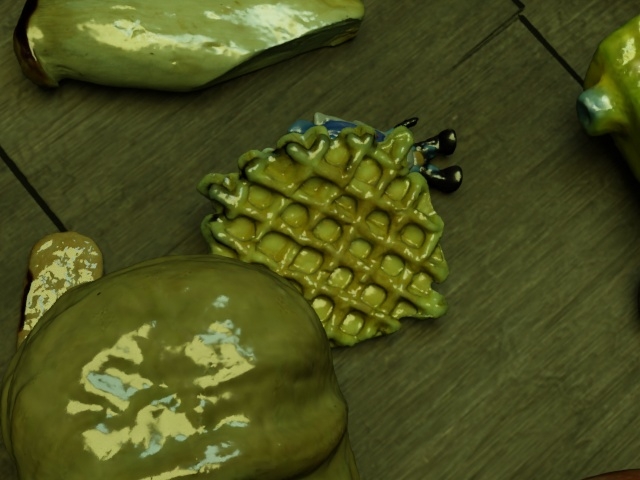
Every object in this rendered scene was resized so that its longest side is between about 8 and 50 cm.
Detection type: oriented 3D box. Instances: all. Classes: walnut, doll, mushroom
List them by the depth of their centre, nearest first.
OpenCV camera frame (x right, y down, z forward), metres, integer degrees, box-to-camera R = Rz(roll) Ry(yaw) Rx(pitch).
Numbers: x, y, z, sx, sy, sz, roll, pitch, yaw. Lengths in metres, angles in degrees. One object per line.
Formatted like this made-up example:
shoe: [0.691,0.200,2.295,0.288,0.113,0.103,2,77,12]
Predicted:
walnut: [-0.112,0.160,1.075,0.277,0.253,0.282,-10,73,-8]
doll: [0.037,-0.076,1.265,0.195,0.070,0.096,0,73,-18]
mushroom: [-0.123,-0.194,1.277,0.333,0.087,0.107,0,72,-9]

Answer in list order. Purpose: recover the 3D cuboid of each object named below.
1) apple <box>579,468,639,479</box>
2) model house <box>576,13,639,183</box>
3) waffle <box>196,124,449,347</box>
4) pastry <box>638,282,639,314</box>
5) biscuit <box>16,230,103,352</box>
apple: [0.272,0.351,1.045,0.349,0.277,0.348,1,75,-4]
model house: [0.405,-0.119,1.241,0.303,0.215,0.237,-22,66,-8]
waffle: [-0.001,-0.001,1.212,0.223,0.054,0.204,-16,105,-3]
pastry: [0.350,0.055,1.265,0.109,0.057,0.097,32,76,7]
biscuit: [-0.237,0.061,1.216,0.071,0.018,0.147,6,71,-7]
